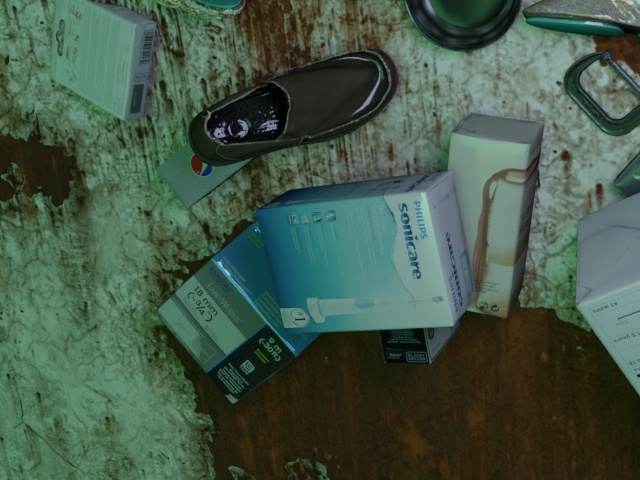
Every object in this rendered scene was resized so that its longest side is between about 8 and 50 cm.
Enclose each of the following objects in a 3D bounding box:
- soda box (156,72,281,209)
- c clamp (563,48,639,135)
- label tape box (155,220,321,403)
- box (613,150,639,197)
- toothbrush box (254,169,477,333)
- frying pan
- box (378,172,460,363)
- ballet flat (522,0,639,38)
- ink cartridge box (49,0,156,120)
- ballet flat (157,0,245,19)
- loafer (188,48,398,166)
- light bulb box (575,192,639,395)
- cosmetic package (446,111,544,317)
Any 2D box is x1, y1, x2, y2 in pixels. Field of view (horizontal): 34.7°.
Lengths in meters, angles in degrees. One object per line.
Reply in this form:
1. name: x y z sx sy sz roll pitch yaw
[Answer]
1. soda box: -0.159 -0.177 1.844 0.286 0.091 0.098 -35 95 31
2. c clamp: 0.463 -0.234 1.580 0.161 0.022 0.137 42 126 3
3. label tape box: -0.129 0.125 1.913 0.240 0.106 0.334 49 130 0
4. box: 0.589 -0.116 1.544 0.183 0.056 0.231 40 121 7
5. toothbrush box: 0.073 0.021 1.601 0.295 0.126 0.216 -6 106 29
6. frying pan: 0.171 -0.381 1.637 0.326 0.053 0.197 -16 102 31
7. box: 0.153 0.046 1.746 0.087 0.169 0.290 -2 110 28
8. ballet flat: 0.461 -0.344 1.503 0.316 0.107 0.106 13 94 14
9. ink cartridge box: -0.414 -0.355 1.929 0.232 0.066 0.189 32 122 35
10. ballet flat: -0.233 -0.433 1.797 0.241 0.091 0.077 27 149 18
11. loafer: -0.037 -0.213 1.673 0.366 0.130 0.134 -24 93 -5
12. light bulb box: 0.609 0.091 1.467 0.358 0.225 0.361 -25 116 30
13. cosmetic package: 0.274 -0.044 1.664 0.129 0.153 0.296 11 115 19
